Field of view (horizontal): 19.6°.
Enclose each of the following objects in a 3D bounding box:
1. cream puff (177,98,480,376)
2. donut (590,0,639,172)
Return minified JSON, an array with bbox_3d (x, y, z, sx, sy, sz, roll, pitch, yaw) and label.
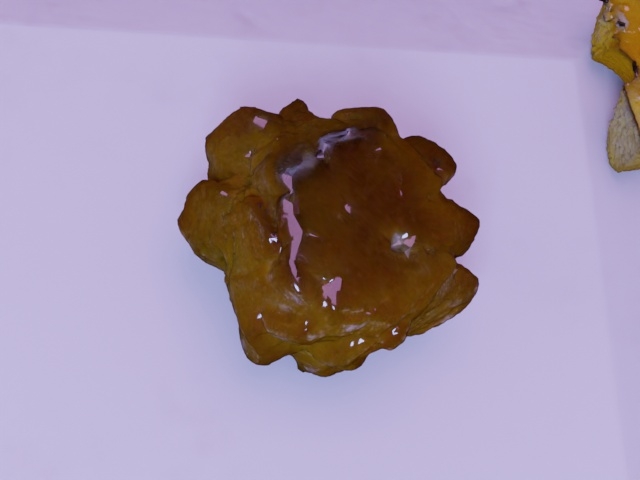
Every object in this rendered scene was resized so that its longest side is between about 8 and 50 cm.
[{"bbox_3d":[0.000,0.000,0.752,0.122,0.094,0.116,36,62,-17],"label":"cream puff"},{"bbox_3d":[0.142,-0.072,0.847,0.067,0.038,0.083,-34,67,-23],"label":"donut"}]
